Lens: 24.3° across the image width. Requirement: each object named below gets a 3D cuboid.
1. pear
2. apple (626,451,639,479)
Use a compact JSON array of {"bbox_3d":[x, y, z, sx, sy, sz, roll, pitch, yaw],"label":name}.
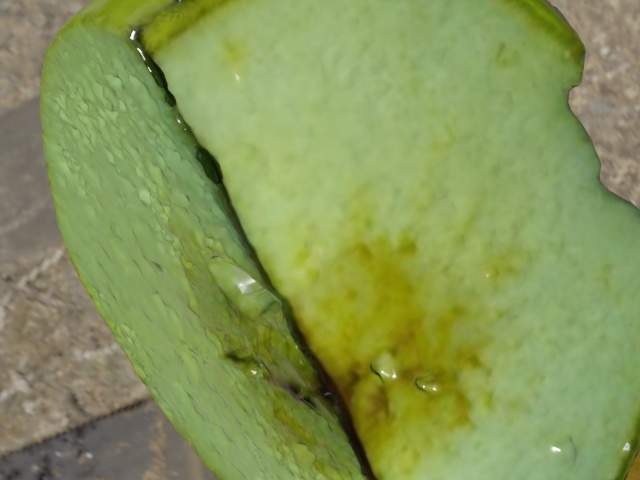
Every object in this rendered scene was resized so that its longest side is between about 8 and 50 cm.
[{"bbox_3d":[0.000,0.000,0.639,0.159,0.292,0.292,-35,49,-25],"label":"pear"},{"bbox_3d":[0.123,0.277,0.845,0.400,0.334,0.400,6,98,44],"label":"apple"}]
